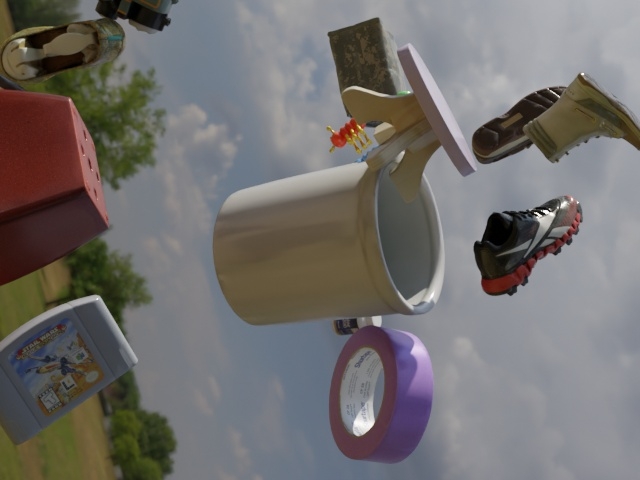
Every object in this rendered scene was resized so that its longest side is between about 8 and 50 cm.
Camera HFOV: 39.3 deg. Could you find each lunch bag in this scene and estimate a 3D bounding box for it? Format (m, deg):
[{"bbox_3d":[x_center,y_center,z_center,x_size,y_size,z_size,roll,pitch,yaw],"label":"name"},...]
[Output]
[{"bbox_3d":[0.142,-0.428,2.366,0.287,0.168,0.235,8,69,-72],"label":"lunch bag"}]

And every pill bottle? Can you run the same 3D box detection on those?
[{"bbox_3d":[0.095,0.210,2.329,0.120,0.067,0.067,-10,-80,32],"label":"pill bottle"}]

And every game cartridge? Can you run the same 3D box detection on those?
[{"bbox_3d":[-0.540,0.250,1.812,0.062,0.297,0.198,17,-43,56],"label":"game cartridge"}]

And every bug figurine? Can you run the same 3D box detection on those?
[{"bbox_3d":[0.128,-0.238,1.999,0.072,0.216,0.279,56,6,20],"label":"bug figurine"}]

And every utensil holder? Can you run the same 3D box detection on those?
[{"bbox_3d":[0.019,0.009,1.857,0.385,0.327,0.328,-9,-79,30],"label":"utensil holder"}]

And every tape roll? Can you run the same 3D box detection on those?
[{"bbox_3d":[0.120,0.318,1.851,0.275,0.090,0.275,-38,-135,53],"label":"tape roll"}]

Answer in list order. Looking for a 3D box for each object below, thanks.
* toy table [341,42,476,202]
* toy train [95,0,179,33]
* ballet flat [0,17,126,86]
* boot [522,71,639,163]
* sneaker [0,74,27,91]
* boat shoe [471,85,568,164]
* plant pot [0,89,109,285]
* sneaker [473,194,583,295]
[{"bbox_3d":[0.168,-0.217,1.719,0.274,0.160,0.252,61,17,-4],"label":"toy table"},{"bbox_3d":[-0.368,-0.617,1.940,0.142,0.190,0.334,-78,-166,-75],"label":"toy train"},{"bbox_3d":[-0.594,-0.410,1.948,0.123,0.348,0.123,-9,90,-74],"label":"ballet flat"},{"bbox_3d":[0.509,-0.203,1.708,0.165,0.213,0.077,-44,-154,27],"label":"boot"},{"bbox_3d":[-0.664,-0.250,1.721,0.270,0.145,0.090,16,-14,45],"label":"sneaker"},{"bbox_3d":[0.437,-0.243,1.909,0.095,0.257,0.095,70,-6,-61],"label":"boat shoe"},{"bbox_3d":[-0.498,-0.100,1.499,0.267,0.235,0.267,95,-19,-71],"label":"plant pot"},{"bbox_3d":[0.392,-0.019,1.705,0.135,0.276,0.097,59,-23,-18],"label":"sneaker"}]
